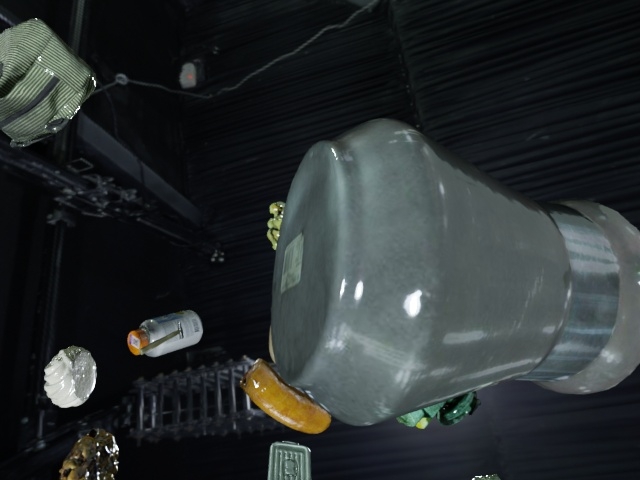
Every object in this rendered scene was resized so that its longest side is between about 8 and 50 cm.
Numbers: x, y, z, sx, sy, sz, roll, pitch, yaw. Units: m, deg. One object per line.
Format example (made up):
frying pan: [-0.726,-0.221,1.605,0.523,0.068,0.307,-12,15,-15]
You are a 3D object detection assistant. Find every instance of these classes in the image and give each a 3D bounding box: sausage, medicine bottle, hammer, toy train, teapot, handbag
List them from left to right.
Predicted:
handbag: [-0.810,-0.411,1.247,0.247,0.341,0.240,49,-132,-44]
hammer: [-0.506,0.316,1.451,0.199,0.013,0.062,-23,-74,-68]
medicine bottle: [-0.650,0.392,1.898,0.289,0.157,0.156,-7,-96,-56]
sausage: [-0.088,0.426,1.204,0.271,0.109,0.109,37,-157,-12]
teapot: [0.134,0.054,0.536,0.376,0.362,0.305,143,134,-66]
toy train: [0.263,0.225,0.955,0.160,0.397,0.253,48,154,2]

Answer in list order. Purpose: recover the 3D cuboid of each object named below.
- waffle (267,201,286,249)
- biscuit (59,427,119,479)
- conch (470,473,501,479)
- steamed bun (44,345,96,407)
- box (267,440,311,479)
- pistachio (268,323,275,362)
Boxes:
waffle: [0.000,0.000,1.294,0.073,0.317,0.297,-54,49,44]
biscuit: [-0.735,0.775,1.450,0.334,0.081,0.289,-81,-10,-66]
conch: [0.547,0.885,1.540,0.131,0.200,0.172,44,166,31]
steamed bun: [-0.762,0.409,1.370,0.183,0.106,0.182,170,90,-88]
box: [-0.127,0.907,1.724,0.243,0.163,0.134,-99,21,-67]
pistachio: [-0.063,0.213,1.018,0.126,0.108,0.185,-84,14,-45]
